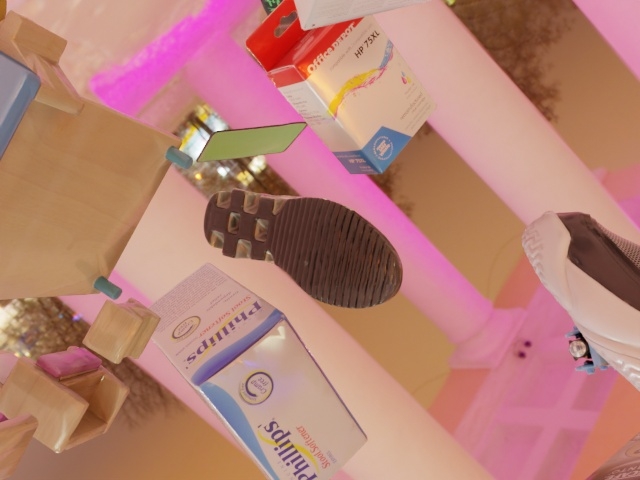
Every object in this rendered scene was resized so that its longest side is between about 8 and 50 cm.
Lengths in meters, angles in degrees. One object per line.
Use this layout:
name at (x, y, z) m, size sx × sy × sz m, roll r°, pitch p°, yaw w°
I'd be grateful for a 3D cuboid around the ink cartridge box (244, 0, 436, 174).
ink cartridge box at (0.030, -0.211, 0.868) m, size 0.134 × 0.231 × 0.078 m, roll -51°, pitch -153°, yaw -16°

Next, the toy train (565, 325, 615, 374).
toy train at (0.462, 0.159, 1.054) m, size 0.184 × 0.080 × 0.105 m, roll 5°, pitch 156°, yaw -44°

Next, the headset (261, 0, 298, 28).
headset at (-0.019, -0.561, 1.247) m, size 0.185 × 0.243 × 0.394 m, roll 0°, pitch -134°, yaw 16°

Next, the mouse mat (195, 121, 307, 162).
mouse mat at (-0.130, -0.184, 1.266) m, size 0.190 × 0.007 × 0.153 m, roll -12°, pitch 170°, yaw -25°

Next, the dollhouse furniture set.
dollhouse furniture set at (-0.230, -0.012, 0.460) m, size 0.303 × 0.198 × 0.286 m, roll -60°, pitch 166°, yaw 7°

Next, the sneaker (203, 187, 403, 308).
sneaker at (0.000, 0.000, 0.895) m, size 0.331 × 0.146 × 0.122 m, roll 22°, pitch -80°, yaw 42°

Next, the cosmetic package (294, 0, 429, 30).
cosmetic package at (0.096, -0.248, 0.570) m, size 0.239 × 0.060 × 0.099 m, roll -17°, pitch 178°, yaw -11°

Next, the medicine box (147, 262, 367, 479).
medicine box at (-0.108, 0.203, 1.008) m, size 0.149 × 0.263 × 0.289 m, roll -40°, pitch -151°, yaw -17°

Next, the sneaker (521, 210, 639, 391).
sneaker at (0.242, 0.043, 0.333) m, size 0.153 × 0.268 × 0.101 m, roll -50°, pitch 159°, yaw 12°

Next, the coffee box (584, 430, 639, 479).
coffee box at (0.492, 0.326, 0.903) m, size 0.297 × 0.118 × 0.168 m, roll -11°, pitch 165°, yaw -44°
